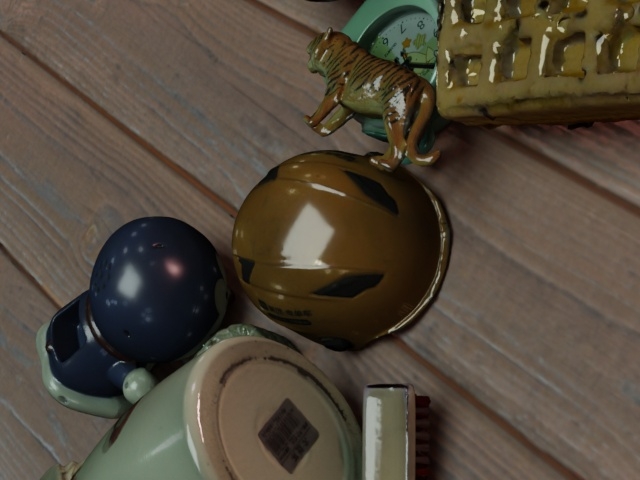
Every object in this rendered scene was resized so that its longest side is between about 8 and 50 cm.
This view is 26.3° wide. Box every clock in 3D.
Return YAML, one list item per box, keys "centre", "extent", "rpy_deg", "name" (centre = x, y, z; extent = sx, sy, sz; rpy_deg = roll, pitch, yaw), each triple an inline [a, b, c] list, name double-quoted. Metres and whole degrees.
- centre: [-0.198, 0.083, 1.469]
  extent: [0.243, 0.146, 0.200]
  rpy_deg: [-45, 42, 34]
  name: "clock"
- centre: [0.086, -0.163, 1.332]
  extent: [0.148, 0.060, 0.189]
  rpy_deg: [-46, 47, 22]
  name: "clock"

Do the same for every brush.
- centre: [0.065, 0.286, 1.185]
  extent: [0.060, 0.050, 0.321]
  rpy_deg: [-6, 77, 42]
  name: "brush"

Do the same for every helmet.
- centre: [0.000, 0.000, 1.304]
  extent: [0.224, 0.130, 0.198]
  rpy_deg: [7, 81, 46]
  name: "helmet"

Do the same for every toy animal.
- centre: [0.043, -0.130, 1.268]
  extent: [0.241, 0.056, 0.099]
  rpy_deg: [33, 92, 49]
  name: "toy animal"

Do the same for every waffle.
- centre: [0.256, -0.225, 1.090]
  extent: [0.376, 0.114, 0.261]
  rpy_deg: [2, 87, 52]
  name: "waffle"

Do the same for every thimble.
- centre: [-0.075, 0.128, 1.377]
  extent: [0.110, 0.062, 0.084]
  rpy_deg: [8, 77, 47]
  name: "thimble"

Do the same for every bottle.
- centre: [-0.146, 0.255, 1.286]
  extent: [0.351, 0.229, 0.229]
  rpy_deg: [-34, 52, 36]
  name: "bottle"
